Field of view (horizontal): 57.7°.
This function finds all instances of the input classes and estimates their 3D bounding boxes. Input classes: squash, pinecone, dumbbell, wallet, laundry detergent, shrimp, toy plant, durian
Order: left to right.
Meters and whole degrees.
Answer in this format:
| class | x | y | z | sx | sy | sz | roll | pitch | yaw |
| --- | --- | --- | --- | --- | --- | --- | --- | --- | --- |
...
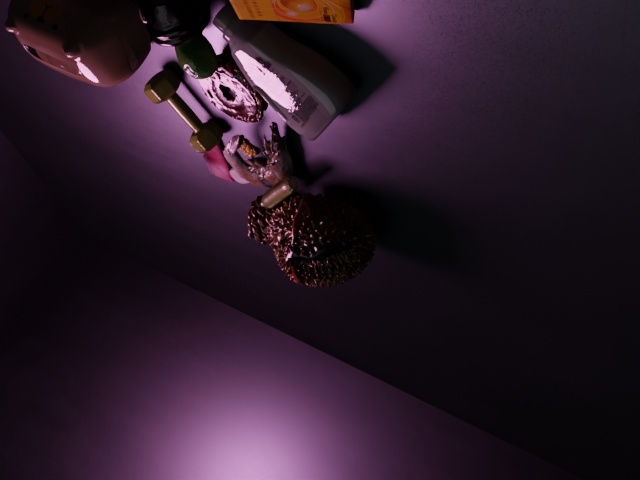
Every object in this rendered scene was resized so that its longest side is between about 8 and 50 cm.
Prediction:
| class | x | y | z | sx | sy | sz | roll | pitch | yaw |
| --- | --- | --- | --- | --- | --- | --- | --- | --- | --- |
| toy plant | -0.367 | -0.567 | 1.564 | 0.218 | 0.175 | 0.235 | 66 | -176 | 35 |
| dumbbell | -0.463 | -0.438 | 1.982 | 0.108 | 0.121 | 0.302 | -24 | 123 | 27 |
| wallet | -0.403 | -0.318 | 2.218 | 0.119 | 0.025 | 0.232 | 22 | 153 | 23 |
| shrimp | -0.202 | -0.283 | 1.933 | 0.247 | 0.085 | 0.360 | 20 | 153 | -6 |
| pinecone | -0.182 | -0.079 | 2.170 | 0.184 | 0.179 | 0.204 | 33 | 124 | 12 |
| laundry detergent | -0.117 | -0.452 | 1.542 | 0.398 | 0.125 | 0.264 | 39 | 155 | -9 |
| squash | -0.140 | -0.163 | 1.981 | 0.066 | 0.066 | 0.229 | 41 | 152 | -14 |
| durian | 0.000 | -0.003 | 1.968 | 0.384 | 0.347 | 0.347 | 26 | 153 | 20 |

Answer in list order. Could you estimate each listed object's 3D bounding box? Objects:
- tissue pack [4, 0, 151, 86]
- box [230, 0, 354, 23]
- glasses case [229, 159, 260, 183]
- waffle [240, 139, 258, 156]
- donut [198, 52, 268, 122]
| class | x | y | z | sx | sy | sz | roll | pitch | yaw |
| --- | --- | --- | --- | --- | --- | --- | --- | --- | --- |
| tissue pack | -0.741 | -0.637 | 1.774 | 0.387 | 0.277 | 0.267 | 27 | 156 | 16 |
| box | -0.063 | -0.524 | 1.268 | 0.269 | 0.043 | 0.152 | 5 | 178 | 7 |
| glasses case | -0.265 | -0.252 | 2.138 | 0.076 | 0.049 | 0.197 | 45 | 150 | -25 |
| waffle | -0.261 | -0.326 | 2.048 | 0.085 | 0.016 | 0.078 | 46 | 152 | -21 |
| donut | -0.250 | -0.456 | 1.726 | 0.235 | 0.089 | 0.235 | 28 | 154 | 15 |
